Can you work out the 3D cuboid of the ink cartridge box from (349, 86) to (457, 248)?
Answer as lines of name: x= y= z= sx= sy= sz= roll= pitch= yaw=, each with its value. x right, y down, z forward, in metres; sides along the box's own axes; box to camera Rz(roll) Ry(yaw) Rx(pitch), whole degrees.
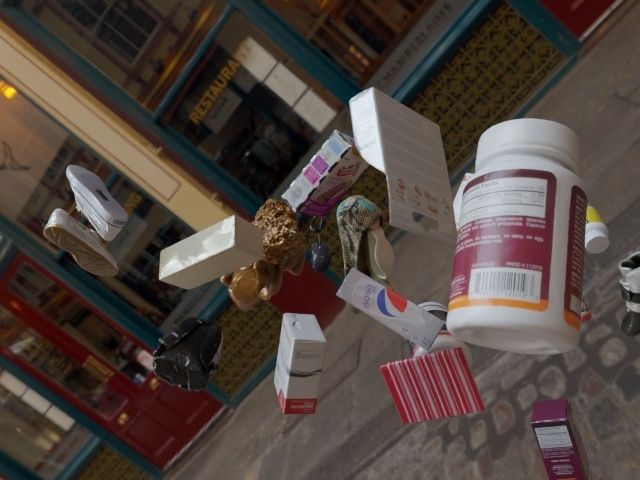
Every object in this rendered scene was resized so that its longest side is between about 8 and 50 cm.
ink cartridge box: x=0.224 y=-0.174 z=1.492 sx=0.091 sy=0.308 sz=0.385 roll=-22 pitch=64 yaw=40

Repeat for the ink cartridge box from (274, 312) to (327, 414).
ink cartridge box: x=-0.071 y=0.402 z=1.878 sx=0.197 sy=0.114 sz=0.273 roll=-124 pitch=39 yaw=-66

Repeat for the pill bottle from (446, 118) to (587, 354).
pill bottle: x=0.365 y=-0.007 z=1.044 sx=0.224 sy=0.224 sz=0.392 roll=144 pitch=141 yaw=-66

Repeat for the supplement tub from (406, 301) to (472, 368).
supplement tub: x=0.390 y=0.344 z=1.914 sx=0.191 sy=0.191 sz=0.272 roll=-49 pitch=15 yaw=17

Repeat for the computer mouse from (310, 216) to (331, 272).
computer mouse: x=0.000 y=0.000 z=1.876 sx=0.041 sy=0.071 sz=0.242 roll=99 pitch=170 yaw=-54

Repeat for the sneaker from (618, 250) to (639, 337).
sneaker: x=0.867 y=0.115 z=1.539 sx=0.122 sy=0.146 sz=0.331 roll=-52 pitch=-22 yaw=-53

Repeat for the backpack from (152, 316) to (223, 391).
backpack: x=-0.307 y=0.267 z=1.355 sx=0.182 sy=0.152 sz=0.115 roll=-70 pitch=6 yaw=-61

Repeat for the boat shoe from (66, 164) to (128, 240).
boat shoe: x=-0.593 y=-0.099 z=1.462 sx=0.095 sy=0.258 sz=0.084 roll=12 pitch=-62 yaw=-54

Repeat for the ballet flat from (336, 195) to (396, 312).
ballet flat: x=0.154 y=0.087 z=1.760 sx=0.164 sy=0.182 sz=0.483 roll=-32 pitch=-46 yaw=-27

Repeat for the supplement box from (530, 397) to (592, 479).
supplement box: x=0.540 y=0.464 z=1.268 sx=0.080 sy=0.188 sz=0.104 roll=-17 pitch=4 yaw=27

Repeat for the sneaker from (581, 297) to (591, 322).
sneaker: x=0.798 y=0.182 z=1.850 sx=0.088 sy=0.093 sz=0.225 roll=-25 pitch=17 yaw=-3

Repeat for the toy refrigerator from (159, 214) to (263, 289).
toy refrigerator: x=-0.276 y=0.032 z=1.420 sx=0.269 sy=0.102 sz=0.094 roll=-23 pitch=58 yaw=31

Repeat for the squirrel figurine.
squirrel figurine: x=-0.215 y=0.056 z=2.084 sx=0.370 sy=0.281 sz=0.397 roll=-58 pitch=-7 yaw=-53

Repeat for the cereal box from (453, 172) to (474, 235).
cereal box: x=0.558 y=-0.121 z=2.015 sx=0.173 sy=0.047 sz=0.240 roll=15 pitch=71 yaw=38

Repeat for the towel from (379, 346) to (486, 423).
towel: x=0.321 y=0.426 z=1.657 sx=0.274 sy=0.199 sz=0.031 roll=-21 pitch=4 yaw=32

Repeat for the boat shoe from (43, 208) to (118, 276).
boat shoe: x=-0.678 y=0.007 z=1.651 sx=0.098 sy=0.277 sz=0.096 roll=-12 pitch=52 yaw=13

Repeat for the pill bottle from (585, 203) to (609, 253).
pill bottle: x=0.926 y=-0.040 z=1.959 sx=0.103 sy=0.103 sz=0.184 roll=-47 pitch=21 yaw=30

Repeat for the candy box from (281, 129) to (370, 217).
candy box: x=0.025 y=-0.172 z=1.525 sx=0.233 sy=0.071 sz=0.159 roll=-50 pitch=-24 yaw=19

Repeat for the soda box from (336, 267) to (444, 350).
soda box: x=0.190 y=0.184 z=1.537 sx=0.091 sy=0.286 sz=0.098 roll=-59 pitch=-14 yaw=-1
